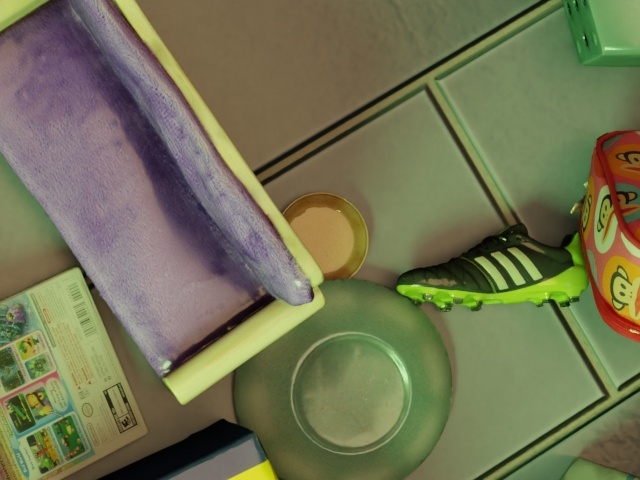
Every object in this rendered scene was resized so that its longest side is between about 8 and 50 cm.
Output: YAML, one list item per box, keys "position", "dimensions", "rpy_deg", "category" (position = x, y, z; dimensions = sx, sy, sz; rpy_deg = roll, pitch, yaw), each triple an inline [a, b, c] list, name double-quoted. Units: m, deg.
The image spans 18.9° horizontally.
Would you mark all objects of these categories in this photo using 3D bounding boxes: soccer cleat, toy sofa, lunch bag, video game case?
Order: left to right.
- position: [-0.234, 0.121, 1.599]
  dimensions: [0.143, 0.019, 0.157]
  rpy_deg: [-26, 100, -27]
  category: "video game case"
- position: [-0.156, -0.056, 1.556]
  dimensions: [0.150, 0.177, 0.362]
  rpy_deg: [-34, 90, -8]
  category: "toy sofa"
- position: [0.150, 0.023, 1.687]
  dimensions: [0.179, 0.060, 0.072]
  rpy_deg: [-1, 78, -17]
  category: "soccer cleat"
- position: [0.370, -0.014, 1.645]
  dimensions: [0.293, 0.258, 0.120]
  rpy_deg: [4, 124, -4]
  category: "lunch bag"

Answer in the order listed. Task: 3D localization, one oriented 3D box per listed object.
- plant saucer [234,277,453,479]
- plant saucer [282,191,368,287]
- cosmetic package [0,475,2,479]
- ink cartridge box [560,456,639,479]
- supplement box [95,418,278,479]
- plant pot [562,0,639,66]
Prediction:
- position: [0.024, 0.130, 1.657]
  dimensions: [0.195, 0.037, 0.195]
  rpy_deg: [0, 92, -11]
  category: "plant saucer"
- position: [0.000, 0.000, 1.676]
  dimensions: [0.083, 0.015, 0.083]
  rpy_deg: [0, 88, -10]
  category: "plant saucer"
- position: [-0.362, 0.200, 1.475]
  dimensions: [0.156, 0.217, 0.385]
  rpy_deg: [-19, 97, 18]
  category: "cosmetic package"
- position: [0.307, 0.304, 1.575]
  dimensions: [0.226, 0.306, 0.131]
  rpy_deg: [38, 82, -7]
  category: "ink cartridge box"
- position: [-0.080, 0.349, 1.558]
  dimensions: [0.194, 0.195, 0.356]
  rpy_deg: [-24, 92, -10]
  category: "supplement box"
- position: [0.332, -0.237, 1.681]
  dimensions: [0.234, 0.166, 0.165]
  rpy_deg: [-15, 91, -3]
  category: "plant pot"
